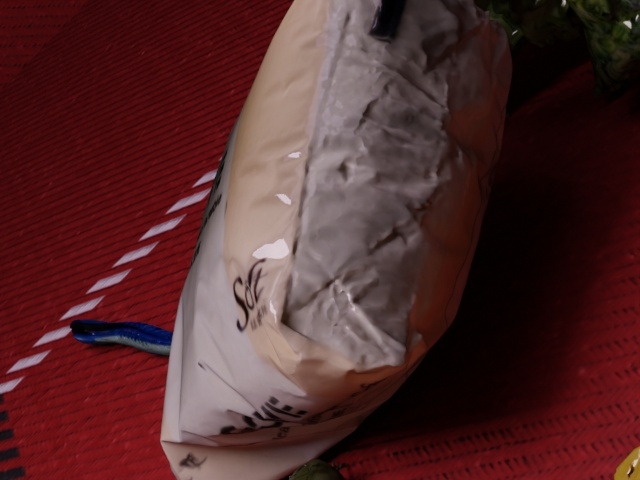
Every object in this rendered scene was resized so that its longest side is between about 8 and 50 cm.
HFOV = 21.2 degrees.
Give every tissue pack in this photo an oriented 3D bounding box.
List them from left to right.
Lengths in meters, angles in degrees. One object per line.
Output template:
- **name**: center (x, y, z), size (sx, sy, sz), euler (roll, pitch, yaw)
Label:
- **tissue pack**: center (0.000, 0.000, 1.350), size (0.375, 0.195, 0.390), euler (129, 157, -59)

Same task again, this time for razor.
- **razor**: center (-0.157, 0.088, 1.656), size (0.324, 0.093, 0.056), euler (-11, 79, 53)

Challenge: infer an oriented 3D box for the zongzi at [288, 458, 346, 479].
- **zongzi**: center (-0.031, 0.229, 1.295), size (0.130, 0.062, 0.154), euler (-49, 19, 22)

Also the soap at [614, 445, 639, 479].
- **soap**: center (0.266, 0.117, 0.869), size (0.324, 0.096, 0.204), euler (-55, 17, 34)

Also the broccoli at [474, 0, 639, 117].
- **broccoli**: center (0.139, -0.265, 1.429), size (0.317, 0.338, 0.277), euler (-36, 26, 43)
